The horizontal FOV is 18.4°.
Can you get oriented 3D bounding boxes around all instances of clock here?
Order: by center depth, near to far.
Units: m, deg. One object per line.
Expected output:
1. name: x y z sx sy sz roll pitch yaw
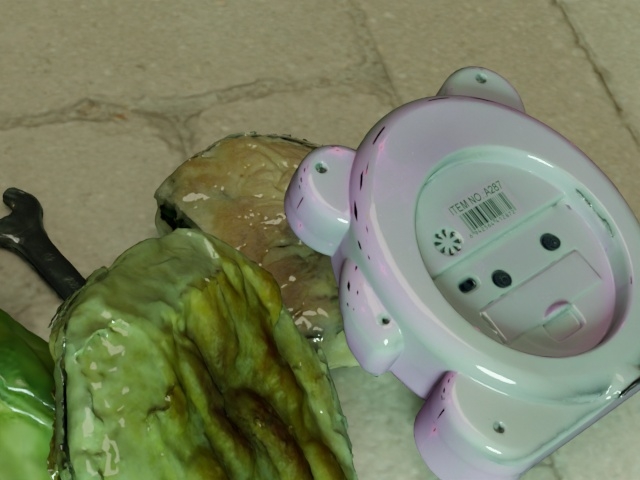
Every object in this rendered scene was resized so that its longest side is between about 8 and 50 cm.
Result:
1. clock: 0.112 0.017 1.284 0.227 0.090 0.248 -30 75 -31

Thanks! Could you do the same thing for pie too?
1. pie: -0.052 0.131 1.091 0.071 0.306 0.306 -21 41 21
2. pie: 0.000 -0.003 1.365 0.185 0.052 0.218 -25 51 -25

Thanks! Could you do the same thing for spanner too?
1. spanner: -0.154 0.046 1.329 0.054 0.015 0.254 -28 54 -26

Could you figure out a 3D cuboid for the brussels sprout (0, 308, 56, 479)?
1. brussels sprout: -0.248 0.139 1.088 0.259 0.227 0.294 7 36 -19
